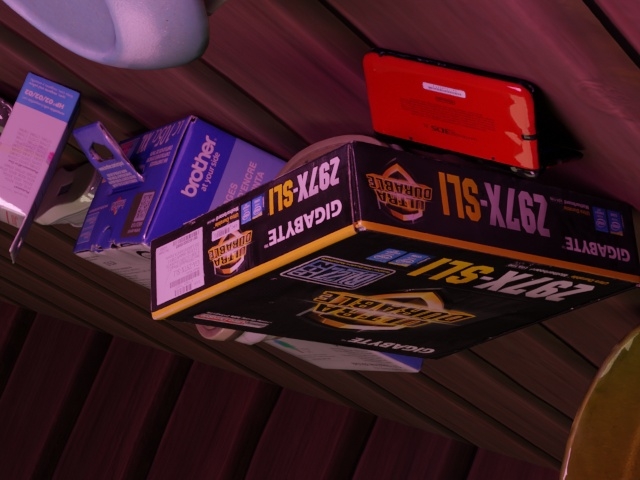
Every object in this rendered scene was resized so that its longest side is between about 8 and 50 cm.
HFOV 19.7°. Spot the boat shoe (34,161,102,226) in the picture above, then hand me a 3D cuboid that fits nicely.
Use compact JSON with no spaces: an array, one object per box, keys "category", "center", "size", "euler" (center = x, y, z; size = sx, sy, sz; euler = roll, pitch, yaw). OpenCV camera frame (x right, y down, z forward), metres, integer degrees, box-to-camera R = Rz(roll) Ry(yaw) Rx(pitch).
[{"category":"boat shoe","center":[-0.297,-0.045,2.330],"size":[0.081,0.079,0.227],"euler":[31,164,-21]}]

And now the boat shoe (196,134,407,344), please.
[{"category":"boat shoe","center":[0.000,0.000,1.707],"size":[0.103,0.113,0.302],"euler":[10,147,-35]}]

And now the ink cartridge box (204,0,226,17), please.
[{"category":"ink cartridge box","center":[-0.070,-0.191,1.112],"size":[0.056,0.099,0.135],"euler":[23,170,-12]}]

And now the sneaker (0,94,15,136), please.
[{"category":"sneaker","center":[-0.467,-0.126,2.100],"size":[0.331,0.146,0.122],"euler":[14,166,29]}]

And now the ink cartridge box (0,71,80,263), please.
[{"category":"ink cartridge box","center":[-0.315,-0.075,1.942],"size":[0.062,0.181,0.104],"euler":[22,169,-4]}]

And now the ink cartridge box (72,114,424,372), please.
[{"category":"ink cartridge box","center":[-0.086,-0.001,1.946],"size":[0.395,0.151,0.270],"euler":[24,168,-20]}]

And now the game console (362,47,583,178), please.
[{"category":"game console","center":[0.118,-0.103,1.410],"size":[0.144,0.085,0.124],"euler":[15,137,28]}]

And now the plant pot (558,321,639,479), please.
[{"category":"plant pot","center":[0.477,0.280,1.825],"size":[0.353,0.366,0.366],"euler":[13,173,-20]}]

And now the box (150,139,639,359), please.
[{"category":"box","center":[0.064,0.018,1.515],"size":[0.322,0.079,0.257],"euler":[11,154,-40]}]

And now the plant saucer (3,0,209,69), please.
[{"category":"plant saucer","center":[-0.193,-0.212,1.084],"size":[0.317,0.044,0.317],"euler":[42,165,14]}]
